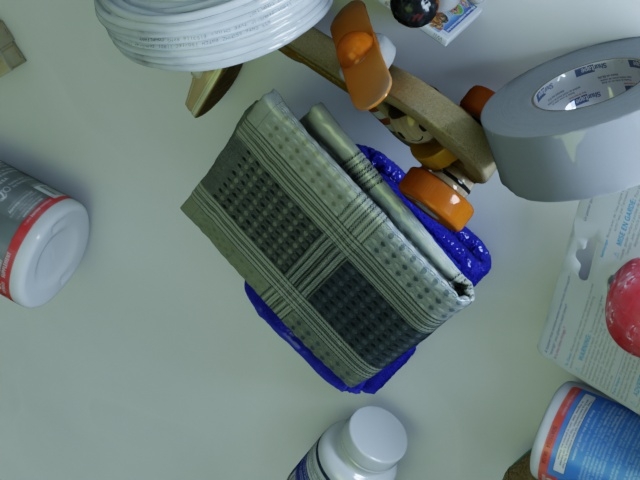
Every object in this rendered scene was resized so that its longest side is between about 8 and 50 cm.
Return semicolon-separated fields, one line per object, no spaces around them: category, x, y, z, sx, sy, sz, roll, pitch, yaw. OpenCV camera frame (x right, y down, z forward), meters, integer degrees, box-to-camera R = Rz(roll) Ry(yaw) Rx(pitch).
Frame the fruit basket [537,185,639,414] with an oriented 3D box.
fruit basket;0.410;0.082;1.582;0.353;0.165;0.327;36;136;30

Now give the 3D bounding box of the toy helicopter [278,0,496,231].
toy helicopter;0.043;-0.171;1.607;0.355;0.140;0.235;36;178;32

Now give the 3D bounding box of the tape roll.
tape roll;0.268;-0.120;1.460;0.219;0.219;0.072;-4;118;37

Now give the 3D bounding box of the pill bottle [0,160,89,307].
pill bottle;-0.473;-0.038;2.072;0.283;0.161;0.161;26;132;17

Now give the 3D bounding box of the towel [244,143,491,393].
towel;0.044;0.047;1.833;0.228;0.076;0.308;41;135;3

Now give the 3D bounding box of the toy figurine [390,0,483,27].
toy figurine;0.111;-0.326;1.474;0.209;0.148;0.213;-30;101;44

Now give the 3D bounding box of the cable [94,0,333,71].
cable;-0.111;-0.266;1.595;0.257;0.257;0.089;9;131;32

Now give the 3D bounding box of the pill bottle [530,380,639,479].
pill bottle;0.361;0.253;1.724;0.221;0.124;0.124;20;130;23

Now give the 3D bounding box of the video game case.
video game case;0.100;-0.254;1.575;0.122;0.087;0.011;35;132;9

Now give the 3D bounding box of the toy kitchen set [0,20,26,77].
toy kitchen set;-0.446;-0.244;1.974;0.075;0.068;0.083;-20;107;42

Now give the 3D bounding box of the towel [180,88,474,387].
towel;0.000;0.000;1.738;0.324;0.056;0.312;47;148;1

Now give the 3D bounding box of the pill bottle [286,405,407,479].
pill bottle;0.037;0.300;1.992;0.112;0.112;0.186;40;135;4

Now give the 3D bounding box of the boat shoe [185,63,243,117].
boat shoe;-0.124;-0.221;1.777;0.059;0.063;0.170;38;125;10

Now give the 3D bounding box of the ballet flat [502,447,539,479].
ballet flat;0.378;0.346;1.807;0.342;0.116;0.124;31;114;19
